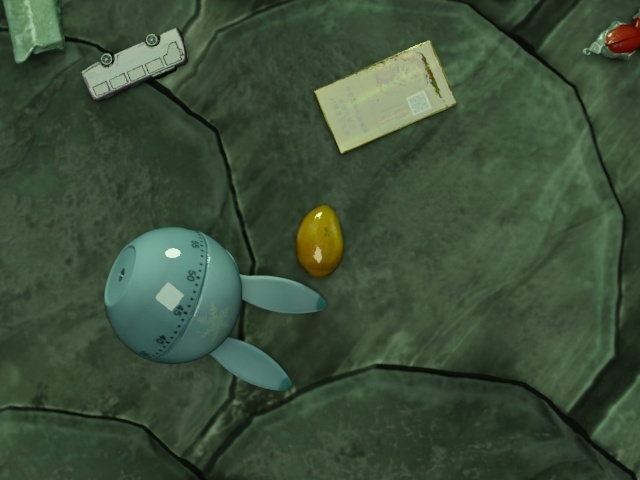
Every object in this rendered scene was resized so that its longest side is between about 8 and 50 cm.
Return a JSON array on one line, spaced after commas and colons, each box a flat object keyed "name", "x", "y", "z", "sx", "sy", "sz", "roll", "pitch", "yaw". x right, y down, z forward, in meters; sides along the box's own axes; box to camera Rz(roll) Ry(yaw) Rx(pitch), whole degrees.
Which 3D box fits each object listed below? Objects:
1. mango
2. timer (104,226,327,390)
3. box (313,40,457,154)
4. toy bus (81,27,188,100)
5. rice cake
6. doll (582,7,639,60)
[{"name": "mango", "x": 0.000, "y": 0.000, "z": 1.401, "sx": 0.060, "sy": 0.046, "sz": 0.089, "roll": 9, "pitch": 77, "yaw": -1}, {"name": "timer", "x": -0.139, "y": 0.074, "z": 1.369, "sx": 0.175, "sy": 0.255, "sz": 0.175, "roll": -12, "pitch": 70, "yaw": 35}, {"name": "box", "x": 0.079, "y": -0.173, "z": 1.410, "sx": 0.156, "sy": 0.022, "sz": 0.089, "roll": -25, "pitch": 91, "yaw": 0}, {"name": "toy bus", "x": -0.223, "y": -0.213, "z": 1.406, "sx": 0.130, "sy": 0.037, "sz": 0.052, "roll": -23, "pitch": 92, "yaw": 1}, {"name": "rice cake", "x": -0.351, "y": -0.315, "z": 1.395, "sx": 0.069, "sy": 0.063, "sz": 0.206, "roll": -11, "pitch": 91, "yaw": -5}, {"name": "doll", "x": 0.367, "y": -0.243, "z": 1.399, "sx": 0.114, "sy": 0.039, "sz": 0.057, "roll": -16, "pitch": 117, "yaw": -7}]
